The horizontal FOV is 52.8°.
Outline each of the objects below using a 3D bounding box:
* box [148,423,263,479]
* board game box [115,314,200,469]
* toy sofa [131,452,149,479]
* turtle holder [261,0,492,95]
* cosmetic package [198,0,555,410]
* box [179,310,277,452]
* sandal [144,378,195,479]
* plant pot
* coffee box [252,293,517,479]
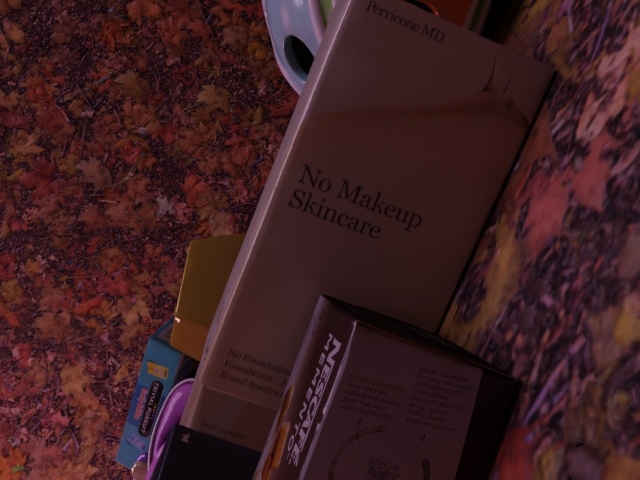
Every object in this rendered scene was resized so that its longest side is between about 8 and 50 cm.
[{"bbox_3d":[-0.096,0.275,0.611,0.093,0.156,0.158,-83,16,-54],"label":"box"},{"bbox_3d":[-0.305,0.296,1.389,0.335,0.079,0.254,-69,-10,25],"label":"board game box"},{"bbox_3d":[-0.297,0.486,1.304,0.150,0.177,0.362,-80,13,-49],"label":"toy sofa"},{"bbox_3d":[0.037,-0.236,0.685,0.320,0.244,0.227,-13,74,48],"label":"turtle holder"},{"bbox_3d":[0.032,-0.018,0.511,0.113,0.160,0.309,-109,40,-75],"label":"cosmetic package"},{"bbox_3d":[-0.080,0.177,0.790,0.311,0.148,0.121,-83,17,-53],"label":"box"},{"bbox_3d":[-0.232,0.430,1.052,0.102,0.170,0.415,61,-148,-64],"label":"sandal"},{"bbox_3d":[-0.150,0.106,1.109,0.212,0.187,0.212,117,162,-57],"label":"plant pot"},{"bbox_3d":[0.010,0.168,0.396,0.141,0.098,0.246,-165,96,-81],"label":"coffee box"}]
